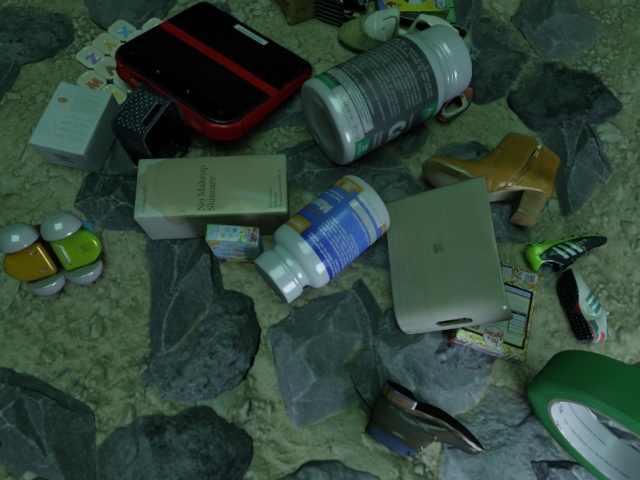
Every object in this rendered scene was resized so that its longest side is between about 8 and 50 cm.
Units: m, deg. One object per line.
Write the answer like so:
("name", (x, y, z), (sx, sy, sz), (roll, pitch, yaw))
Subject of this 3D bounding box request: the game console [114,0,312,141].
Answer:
("game console", (-0.263, -0.425, 1.136), (0.386, 0.060, 0.342), (35, 58, 12))

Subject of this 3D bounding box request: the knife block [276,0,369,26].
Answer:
("knife block", (-0.004, -0.701, 1.262), (0.241, 0.088, 0.276), (-24, 71, -12))

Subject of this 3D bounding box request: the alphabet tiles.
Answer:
("alphabet tiles", (-0.475, -0.457, 1.188), (0.277, 0.021, 0.284), (36, 71, 11))

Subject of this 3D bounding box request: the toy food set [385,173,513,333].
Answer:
("toy food set", (0.261, 0.027, 0.962), (0.219, 0.092, 0.307), (-14, 68, 29))

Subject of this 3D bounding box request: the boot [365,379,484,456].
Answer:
("boot", (0.193, 0.366, 0.879), (0.219, 0.082, 0.106), (31, 93, 5))

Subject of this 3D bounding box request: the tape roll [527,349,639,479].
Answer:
("tape roll", (0.504, 0.324, 0.759), (0.077, 0.321, 0.321), (-41, 75, -15))

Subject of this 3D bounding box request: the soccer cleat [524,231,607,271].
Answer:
("soccer cleat", (0.541, 0.028, 1.019), (0.178, 0.060, 0.073), (-11, 78, 1))

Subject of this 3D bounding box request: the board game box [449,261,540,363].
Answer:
("board game box", (0.367, 0.140, 0.972), (0.146, 0.045, 0.194), (19, 70, 5))

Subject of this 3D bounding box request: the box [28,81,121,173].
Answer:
("box", (-0.556, -0.260, 1.071), (0.129, 0.091, 0.171), (14, 69, 4))

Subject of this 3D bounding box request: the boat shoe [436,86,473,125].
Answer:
("boat shoe", (0.341, -0.343, 1.159), (0.049, 0.043, 0.137), (40, 72, 15))

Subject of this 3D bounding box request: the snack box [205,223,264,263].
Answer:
("snack box", (-0.172, 0.010, 0.953), (0.100, 0.141, 0.037), (3, 70, -1))

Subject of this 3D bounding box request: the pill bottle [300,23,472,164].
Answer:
("pill bottle", (0.153, -0.343, 1.067), (0.360, 0.204, 0.204), (-30, 73, -12))

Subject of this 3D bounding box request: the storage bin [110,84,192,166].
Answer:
("storage bin", (-0.365, -0.233, 1.019), (0.084, 0.180, 0.122), (25, 70, 9))

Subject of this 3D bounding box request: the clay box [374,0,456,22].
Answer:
("clay box", (0.262, -0.661, 1.273), (0.221, 0.053, 0.128), (-2, 70, -2))

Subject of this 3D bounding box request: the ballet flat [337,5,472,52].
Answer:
("ballet flat", (0.219, -0.536, 1.191), (0.348, 0.123, 0.123), (15, 69, 4))

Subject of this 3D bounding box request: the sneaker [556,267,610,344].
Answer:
("sneaker", (0.563, 0.138, 0.982), (0.075, 0.057, 0.162), (1, 66, -20))

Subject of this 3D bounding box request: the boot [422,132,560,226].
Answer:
("boot", (0.399, -0.176, 1.076), (0.294, 0.104, 0.211), (27, 65, 3))

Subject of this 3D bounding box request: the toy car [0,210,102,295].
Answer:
("toy car", (-0.545, 0.013, 0.954), (0.181, 0.159, 0.136), (-17, 34, -8))

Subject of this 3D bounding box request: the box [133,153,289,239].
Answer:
("box", (-0.224, -0.092, 1.001), (0.310, 0.121, 0.148), (-4, 70, -4))

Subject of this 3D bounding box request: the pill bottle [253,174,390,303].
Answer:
("pill bottle", (0.000, 0.000, 0.957), (0.272, 0.152, 0.152), (-39, 75, -16))
